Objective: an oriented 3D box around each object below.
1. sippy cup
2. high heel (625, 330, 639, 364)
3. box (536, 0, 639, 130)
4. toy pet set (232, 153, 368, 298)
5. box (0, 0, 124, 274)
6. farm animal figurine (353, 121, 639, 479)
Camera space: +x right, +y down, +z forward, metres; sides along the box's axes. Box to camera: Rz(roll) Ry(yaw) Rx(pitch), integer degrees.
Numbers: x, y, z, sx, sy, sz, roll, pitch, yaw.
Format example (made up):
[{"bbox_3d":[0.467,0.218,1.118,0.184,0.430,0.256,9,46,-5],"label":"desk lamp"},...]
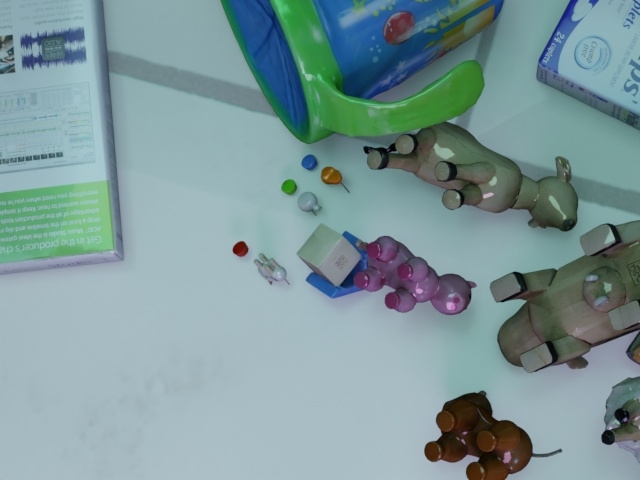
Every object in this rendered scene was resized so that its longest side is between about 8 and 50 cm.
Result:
[{"bbox_3d":[0.040,-0.237,1.785,0.224,0.240,0.305,-25,88,-10],"label":"sippy cup"},{"bbox_3d":[0.350,-0.009,1.768,0.186,0.093,0.261,-12,88,-3],"label":"high heel"},{"bbox_3d":[0.290,-0.182,1.817,0.137,0.072,0.126,27,85,9],"label":"box"},{"bbox_3d":[0.000,0.000,1.833,0.122,0.065,0.114,-51,45,-7],"label":"toy pet set"},{"bbox_3d":[-0.318,-0.125,1.876,0.232,0.058,0.322,-6,79,5],"label":"box"},{"bbox_3d":[0.205,0.042,1.725,0.327,0.172,0.330,-8,89,36],"label":"farm animal figurine"}]
